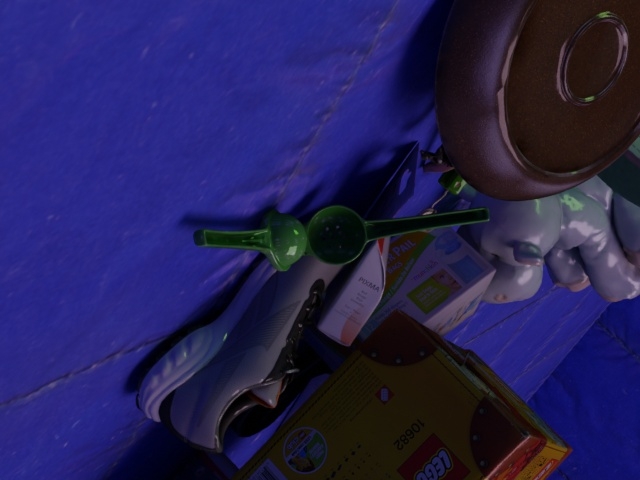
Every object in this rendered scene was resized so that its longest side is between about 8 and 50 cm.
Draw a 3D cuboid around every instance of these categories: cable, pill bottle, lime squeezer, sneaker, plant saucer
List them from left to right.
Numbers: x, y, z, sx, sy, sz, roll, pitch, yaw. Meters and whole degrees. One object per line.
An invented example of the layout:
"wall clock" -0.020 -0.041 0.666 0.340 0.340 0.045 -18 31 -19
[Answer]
"pill bottle" -0.161 0.341 1.499 0.180 0.108 0.108 -44 163 -8
"sneaker" -0.049 0.092 1.207 0.271 0.108 0.100 -46 162 -13
"lime squeezer" 0.000 0.000 1.123 0.310 0.110 0.059 -4 100 -35
"cable" 0.015 0.152 1.549 0.287 0.072 0.139 -32 152 -38
"plant saucer" 0.238 -0.172 1.149 0.310 0.050 0.311 -21 126 -31

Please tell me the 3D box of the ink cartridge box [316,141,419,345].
"ink cartridge box" 0.064 0.002 1.280 0.179 0.045 0.145 -54 -171 24

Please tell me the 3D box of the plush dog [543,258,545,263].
"plush dog" 0.359 -0.027 1.810 0.225 0.211 0.262 -6 143 -23

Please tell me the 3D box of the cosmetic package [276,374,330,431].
"cosmetic package" 0.019 0.260 1.726 0.085 0.117 0.231 -24 153 -48

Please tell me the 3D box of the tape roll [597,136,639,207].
"tape roll" 0.396 -0.179 1.278 0.077 0.321 0.321 -26 154 -47

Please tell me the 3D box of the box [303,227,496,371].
"box" 0.090 0.074 1.477 0.203 0.114 0.103 -35 158 -31

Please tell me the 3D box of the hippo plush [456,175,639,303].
"hippo plush" 0.296 -0.014 1.538 0.236 0.234 0.294 -29 151 -38

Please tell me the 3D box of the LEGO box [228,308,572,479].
"LEGO box" 0.023 0.339 1.410 0.500 0.193 0.372 -46 159 4

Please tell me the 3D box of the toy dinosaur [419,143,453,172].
"toy dinosaur" 0.157 -0.128 1.246 0.268 0.064 0.118 -60 -179 41

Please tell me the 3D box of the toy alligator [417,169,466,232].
"toy alligator" 0.164 -0.091 1.397 0.190 0.056 0.051 -50 -157 11
